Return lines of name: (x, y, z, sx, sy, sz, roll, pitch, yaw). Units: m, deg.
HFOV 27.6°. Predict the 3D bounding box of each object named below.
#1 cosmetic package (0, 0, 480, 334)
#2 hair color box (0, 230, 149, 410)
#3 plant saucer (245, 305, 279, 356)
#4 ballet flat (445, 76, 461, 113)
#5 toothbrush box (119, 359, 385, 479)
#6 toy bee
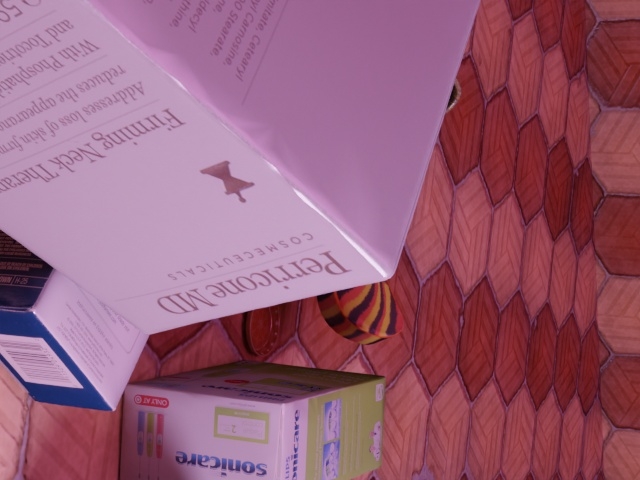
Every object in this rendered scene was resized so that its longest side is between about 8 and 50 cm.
cosmetic package: (-0.132, -0.176, 1.092, 0.394, 0.329, 0.327, 41, 53, -31)
hair color box: (-0.218, -0.022, 1.317, 0.347, 0.105, 0.174, -68, 149, -33)
plant saucer: (-0.078, 0.112, 1.727, 0.083, 0.013, 0.083, 4, 90, -65)
ballet flat: (0.082, -0.152, 1.687, 0.348, 0.123, 0.123, -41, 129, -48)
toothbrush box: (-0.071, 0.220, 1.533, 0.283, 0.206, 0.122, -4, 97, -63)
toy bee: (0.000, 0.000, 1.743, 0.162, 0.195, 0.298, -6, 56, -28)
